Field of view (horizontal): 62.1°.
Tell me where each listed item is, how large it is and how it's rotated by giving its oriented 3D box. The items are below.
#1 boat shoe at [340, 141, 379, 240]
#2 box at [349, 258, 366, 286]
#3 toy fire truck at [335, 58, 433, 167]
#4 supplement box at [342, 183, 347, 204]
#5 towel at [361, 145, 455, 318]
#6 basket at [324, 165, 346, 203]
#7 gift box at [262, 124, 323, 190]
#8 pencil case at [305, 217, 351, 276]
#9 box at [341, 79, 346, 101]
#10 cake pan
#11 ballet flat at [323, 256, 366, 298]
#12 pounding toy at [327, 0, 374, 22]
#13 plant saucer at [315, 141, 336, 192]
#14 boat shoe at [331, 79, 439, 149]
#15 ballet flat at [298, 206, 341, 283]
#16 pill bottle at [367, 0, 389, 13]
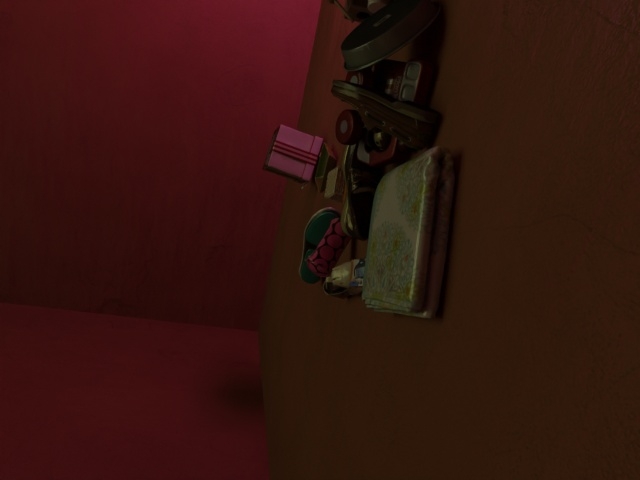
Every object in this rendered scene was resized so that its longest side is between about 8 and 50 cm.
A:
[{"bbox_3d":[0.135,-0.166,1.627,0.123,0.124,0.341,-144,59,-67],"label":"boat shoe"},{"bbox_3d":[0.137,0.092,1.515,0.136,0.028,0.081,-9,74,55],"label":"box"},{"bbox_3d":[0.184,-0.345,1.448,0.254,0.170,0.301,38,121,55],"label":"toy fire truck"},{"bbox_3d":[0.133,-0.225,1.749,0.078,0.080,0.233,-142,63,-77],"label":"supplement box"},{"bbox_3d":[0.203,-0.008,1.252,0.320,0.090,0.373,168,110,-74],"label":"towel"},{"bbox_3d":[0.083,-0.195,1.891,0.167,0.103,0.113,170,109,-78],"label":"basket"},{"bbox_3d":[-0.137,-0.408,2.691,0.255,0.259,0.276,-146,73,-77],"label":"gift box"},{"bbox_3d":[0.034,0.018,1.812,0.209,0.098,0.095,-59,7,-26],"label":"pencil case"},{"bbox_3d":[0.120,-0.600,2.135,0.062,0.052,0.083,-150,69,-79],"label":"box"},{"bbox_3d":[0.174,-0.561,1.413,0.293,0.054,0.293,-28,30,18],"label":"cake pan"},{"bbox_3d":[0.077,0.126,1.685,0.316,0.106,0.107,126,150,-65],"label":"ballet flat"},{"bbox_3d":[0.120,-0.860,1.951,0.094,0.206,0.180,149,128,-75],"label":"pounding toy"},{"bbox_3d":[0.026,-0.326,2.397,0.188,0.045,0.188,-104,25,-62],"label":"plant saucer"},{"bbox_3d":[0.141,-0.319,1.335,0.307,0.111,0.104,31,118,30],"label":"boat shoe"},{"bbox_3d":[0.000,0.000,2.133,0.139,0.139,0.400,-95,17,-49],"label":"ballet flat"},{"bbox_3d":[0.205,-0.879,1.835,0.094,0.094,0.169,151,127,-75],"label":"pill bottle"}]
